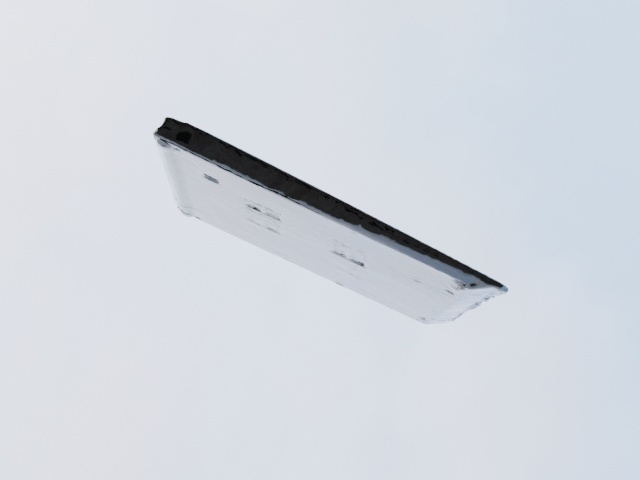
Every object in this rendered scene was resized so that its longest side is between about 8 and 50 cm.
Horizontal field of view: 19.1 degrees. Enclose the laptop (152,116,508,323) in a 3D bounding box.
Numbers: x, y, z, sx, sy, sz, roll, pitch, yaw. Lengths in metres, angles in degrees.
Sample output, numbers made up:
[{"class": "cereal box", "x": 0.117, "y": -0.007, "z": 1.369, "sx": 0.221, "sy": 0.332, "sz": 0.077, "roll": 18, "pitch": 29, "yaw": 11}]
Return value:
[{"class": "laptop", "x": 0.000, "y": 0.000, "z": 0.740, "sx": 0.135, "sy": 0.197, "sz": 0.016, "roll": 26, "pitch": -95, "yaw": 1}]
